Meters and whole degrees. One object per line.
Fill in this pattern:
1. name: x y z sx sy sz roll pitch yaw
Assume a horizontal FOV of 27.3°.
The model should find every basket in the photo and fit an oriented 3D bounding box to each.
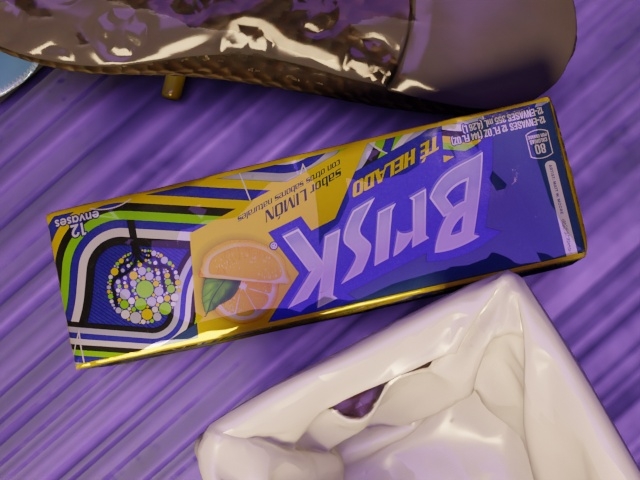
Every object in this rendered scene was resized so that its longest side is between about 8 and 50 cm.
1. basket: 0.049 0.107 0.415 0.113 0.103 0.167 -28 85 0

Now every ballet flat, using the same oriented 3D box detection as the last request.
1. ballet flat: -0.035 -0.093 0.452 0.250 0.058 0.084 11 101 -1

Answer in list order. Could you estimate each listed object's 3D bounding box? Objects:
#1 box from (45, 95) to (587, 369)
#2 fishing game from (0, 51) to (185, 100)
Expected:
1. box: 0.000 0.000 0.444 0.169 0.059 0.054 -13 85 6
2. fishing game: -0.162 -0.136 0.482 0.264 0.041 0.189 18 83 5
